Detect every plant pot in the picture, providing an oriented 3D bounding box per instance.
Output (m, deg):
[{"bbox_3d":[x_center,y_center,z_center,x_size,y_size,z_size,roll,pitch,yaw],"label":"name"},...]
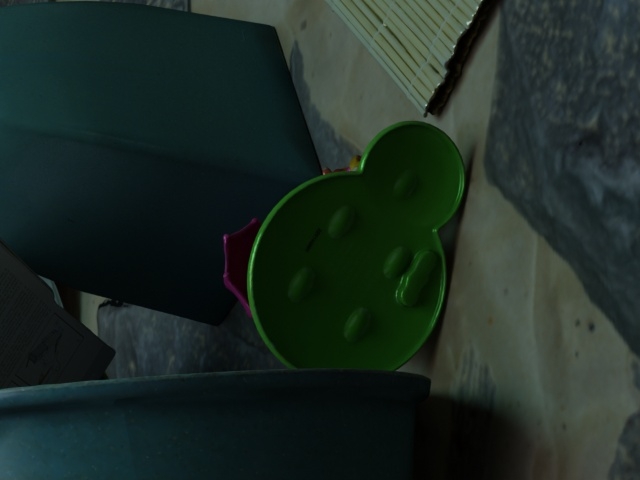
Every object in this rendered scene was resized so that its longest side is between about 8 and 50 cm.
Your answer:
[{"bbox_3d":[-0.094,0.257,1.068,0.341,0.341,0.334,-18,73,55],"label":"plant pot"},{"bbox_3d":[-0.154,-0.068,1.326,0.165,0.234,0.165,-52,40,36],"label":"plant pot"}]

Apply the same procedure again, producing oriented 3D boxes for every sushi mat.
[{"bbox_3d":[0.041,-0.221,1.270,0.151,0.019,0.316,-65,35,23],"label":"sushi mat"}]

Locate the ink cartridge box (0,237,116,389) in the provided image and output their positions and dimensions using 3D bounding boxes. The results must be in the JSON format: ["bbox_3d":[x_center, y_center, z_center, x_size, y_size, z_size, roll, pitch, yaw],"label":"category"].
[{"bbox_3d":[-0.276,0.148,1.257,0.066,0.261,0.296,27,78,19],"label":"ink cartridge box"}]

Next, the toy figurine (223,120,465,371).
[{"bbox_3d":[0.000,0.000,1.197,0.173,0.130,0.159,-59,21,-9],"label":"toy figurine"}]

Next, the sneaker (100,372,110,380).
[{"bbox_3d":[-0.204,0.139,1.446,0.209,0.069,0.082,0,59,27],"label":"sneaker"}]

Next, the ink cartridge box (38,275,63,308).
[{"bbox_3d":[-0.302,0.105,1.685,0.308,0.091,0.385,-23,45,54],"label":"ink cartridge box"}]
